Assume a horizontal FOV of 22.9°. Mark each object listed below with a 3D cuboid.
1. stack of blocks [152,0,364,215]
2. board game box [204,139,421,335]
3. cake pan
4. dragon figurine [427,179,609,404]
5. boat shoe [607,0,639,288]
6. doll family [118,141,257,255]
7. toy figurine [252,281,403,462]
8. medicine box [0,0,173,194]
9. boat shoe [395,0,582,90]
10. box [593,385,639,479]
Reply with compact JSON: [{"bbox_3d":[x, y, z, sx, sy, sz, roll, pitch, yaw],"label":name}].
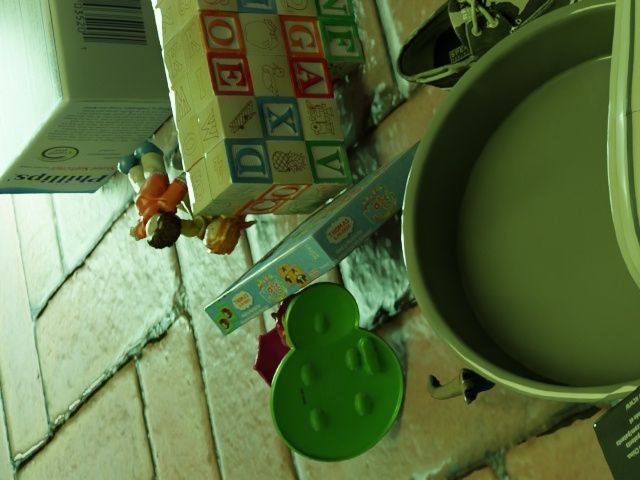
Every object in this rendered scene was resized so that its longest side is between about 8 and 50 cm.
[{"bbox_3d":[-0.054,-0.176,1.499,0.087,0.171,0.297,-36,61,54],"label":"stack of blocks"},{"bbox_3d":[0.000,0.000,1.434,0.039,0.160,0.211,51,144,-4],"label":"board game box"},{"bbox_3d":[0.196,-0.026,1.073,0.293,0.054,0.293,-12,64,27],"label":"cake pan"},{"bbox_3d":[0.168,0.060,1.213,0.289,0.144,0.085,103,151,-56],"label":"dragon figurine"},{"bbox_3d":[0.265,-0.203,0.950,0.156,0.187,0.500,-11,70,42],"label":"boat shoe"},{"bbox_3d":[-0.092,-0.081,1.651,0.263,0.118,0.163,-49,41,24],"label":"doll family"},{"bbox_3d":[-0.016,0.102,1.491,0.159,0.130,0.173,-148,42,-65],"label":"toy figurine"},{"bbox_3d":[-0.314,-0.228,1.952,0.289,0.149,0.263,-36,60,54],"label":"medicine box"},{"bbox_3d":[0.140,-0.176,1.272,0.219,0.070,0.077,-35,61,53],"label":"boat shoe"},{"bbox_3d":[0.303,0.185,0.916,0.143,0.165,0.270,-52,49,47],"label":"box"}]
